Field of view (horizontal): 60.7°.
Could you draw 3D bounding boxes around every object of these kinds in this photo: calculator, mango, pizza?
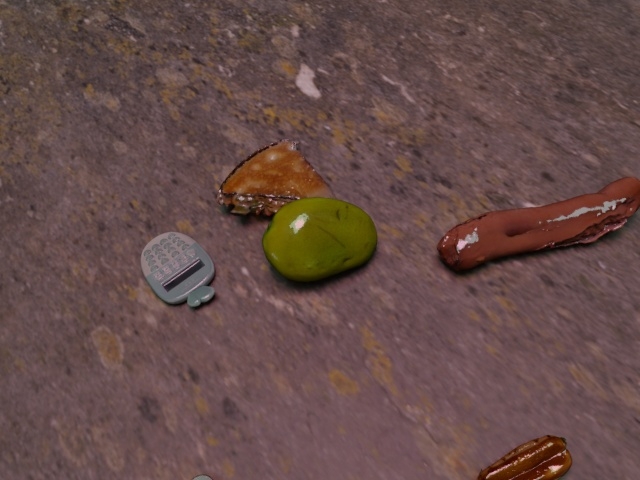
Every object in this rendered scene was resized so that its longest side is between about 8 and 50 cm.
[{"bbox_3d":[-0.211,0.044,0.818,0.095,0.021,0.153,-37,61,-16],"label":"calculator"},{"bbox_3d":[-0.002,-0.006,0.775,0.163,0.089,0.117,-18,101,-15],"label":"mango"},{"bbox_3d":[-0.050,-0.081,0.861,0.195,0.052,0.185,28,58,26],"label":"pizza"}]

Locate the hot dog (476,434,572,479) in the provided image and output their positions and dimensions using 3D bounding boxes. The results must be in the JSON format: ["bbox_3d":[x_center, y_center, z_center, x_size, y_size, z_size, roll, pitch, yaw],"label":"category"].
[{"bbox_3d":[0.230,0.263,0.625,0.122,0.037,0.049,-23,70,-2],"label":"hot dog"}]

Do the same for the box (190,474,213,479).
[{"bbox_3d":[-0.132,0.341,0.616,0.091,0.031,0.126,-35,61,-15],"label":"box"}]

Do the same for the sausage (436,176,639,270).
[{"bbox_3d":[0.311,-0.022,0.772,0.304,0.078,0.078,-14,57,-1],"label":"sausage"}]
